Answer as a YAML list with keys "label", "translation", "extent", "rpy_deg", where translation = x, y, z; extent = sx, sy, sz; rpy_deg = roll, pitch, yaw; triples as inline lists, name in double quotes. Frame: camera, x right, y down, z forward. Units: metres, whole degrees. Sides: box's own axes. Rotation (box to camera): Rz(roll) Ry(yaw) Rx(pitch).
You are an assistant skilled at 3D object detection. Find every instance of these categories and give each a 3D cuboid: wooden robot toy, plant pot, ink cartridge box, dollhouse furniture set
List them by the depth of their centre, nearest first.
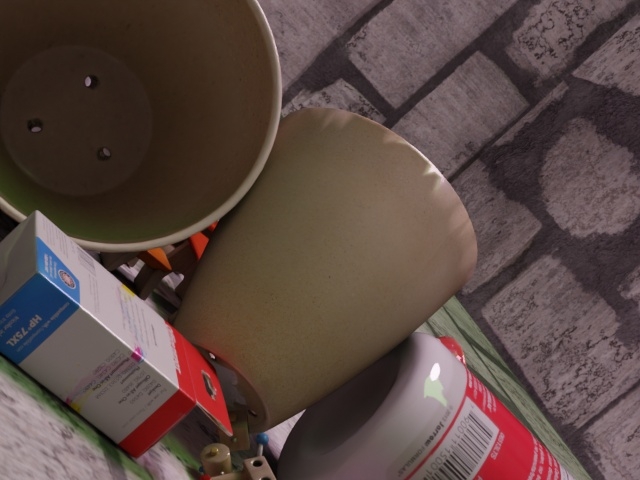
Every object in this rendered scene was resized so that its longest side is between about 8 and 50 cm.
- label: "ink cartridge box"
  translation: [-0.185, 0.094, 1.287]
  extent: [0.231, 0.078, 0.134]
  rpy_deg: [44, 9, -25]
- label: "wooden robot toy"
  translation: [-0.069, 0.236, 1.355]
  extent: [0.173, 0.076, 0.079]
  rpy_deg: [-122, -158, -52]
- label: "plant pot"
  translation: [-0.024, 0.050, 1.487]
  extent: [0.256, 0.274, 0.256]
  rpy_deg: [29, -33, 21]
- label: "dollhouse furniture set"
  translation: [-0.132, 0.011, 1.763]
  extent: [0.262, 0.135, 0.259]
  rpy_deg: [43, 9, -32]

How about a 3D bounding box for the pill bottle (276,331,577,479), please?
- label: "pill bottle"
  translation: [0.166, 0.308, 1.568]
  extent: [0.408, 0.229, 0.229]
  rpy_deg: [46, 8, -14]

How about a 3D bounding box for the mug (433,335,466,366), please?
- label: "mug"
  translation: [0.105, 0.197, 2.069]
  extent: [0.169, 0.113, 0.150]
  rpy_deg: [8, 54, -28]

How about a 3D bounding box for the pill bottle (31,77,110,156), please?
- label: "pill bottle"
  translation: [-0.337, -0.232, 1.712]
  extent: [0.318, 0.176, 0.176]
  rpy_deg: [45, 8, -16]

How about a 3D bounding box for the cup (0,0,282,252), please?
- label: "cup"
  translation: [-0.231, -0.142, 1.523]
  extent: [0.331, 0.331, 0.237]
  rpy_deg: [46, -18, -10]
